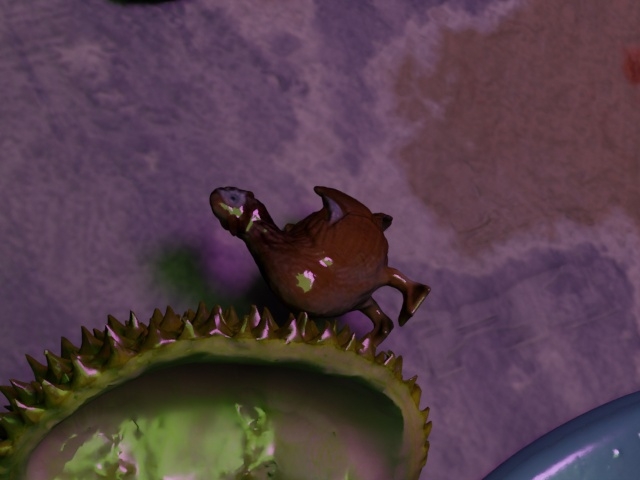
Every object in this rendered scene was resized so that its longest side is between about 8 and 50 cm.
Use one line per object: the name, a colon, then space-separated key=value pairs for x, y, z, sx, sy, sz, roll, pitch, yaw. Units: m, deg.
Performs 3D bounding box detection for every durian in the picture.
durian: x=-0.076 y=0.131 z=1.011 sx=0.355 sy=0.157 sz=0.169 roll=-1 pitch=81 yaw=-23

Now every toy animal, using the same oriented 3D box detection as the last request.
toy animal: x=0.000 y=0.000 z=1.117 sx=0.179 sy=0.089 sz=0.188 roll=39 pitch=28 yaw=-3

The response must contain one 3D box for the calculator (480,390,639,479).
calculator: x=0.209 y=0.288 z=1.109 sx=0.386 sy=0.054 sz=0.256 roll=-33 pitch=83 yaw=-25
